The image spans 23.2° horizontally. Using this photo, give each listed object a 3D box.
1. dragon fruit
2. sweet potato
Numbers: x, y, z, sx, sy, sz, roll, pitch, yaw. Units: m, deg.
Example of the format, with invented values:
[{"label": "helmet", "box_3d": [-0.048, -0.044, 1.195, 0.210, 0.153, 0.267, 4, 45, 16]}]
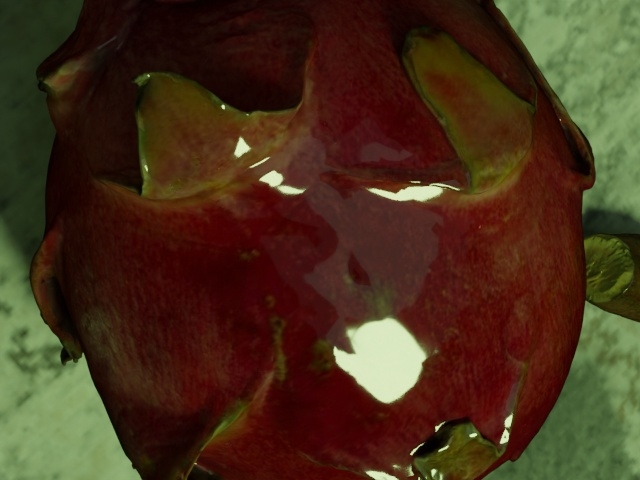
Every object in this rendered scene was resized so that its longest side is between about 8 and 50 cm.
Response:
[{"label": "dragon fruit", "box_3d": [0.000, 0.004, 0.665, 0.250, 0.250, 0.315, -9, 122, -28]}, {"label": "sweet potato", "box_3d": [0.191, 0.024, 0.875, 0.117, 0.049, 0.049, 13, 94, -35]}]
